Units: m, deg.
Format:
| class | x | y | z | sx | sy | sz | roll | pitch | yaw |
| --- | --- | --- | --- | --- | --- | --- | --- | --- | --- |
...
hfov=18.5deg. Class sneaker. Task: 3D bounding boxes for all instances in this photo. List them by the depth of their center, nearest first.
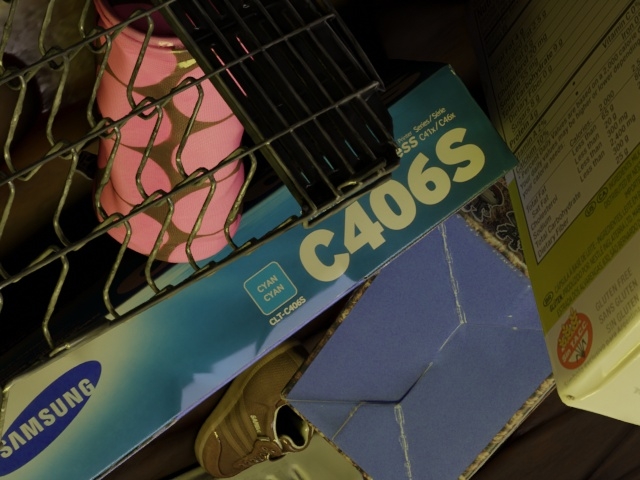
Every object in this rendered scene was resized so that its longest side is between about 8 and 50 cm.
| class | x | y | z | sx | sy | sz | roll | pitch | yaw |
| --- | --- | --- | --- | --- | --- | --- | --- | --- | --- |
| sneaker | -0.046 | 0.152 | 1.563 | 0.066 | 0.071 | 0.188 | -25 | 156 | -33 |

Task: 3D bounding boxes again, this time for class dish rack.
| class | x | y | z | sx | sy | sz | roll | pitch | yaw |
| --- | --- | --- | --- | --- | --- | --- | --- | --- | --- |
| dish rack | -0.108 | -0.049 | 0.809 | 0.271 | 0.208 | 0.074 | -30 | 171 | -33 |

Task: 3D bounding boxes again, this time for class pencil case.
| class | x | y | z | sx | sy | sz | roll | pitch | yaw |
| --- | --- | --- | --- | --- | --- | --- | --- | --- | --- |
| pencil case | -0.075 | -0.077 | 0.981 | 0.095 | 0.098 | 0.209 | 11 | 150 | -2 |

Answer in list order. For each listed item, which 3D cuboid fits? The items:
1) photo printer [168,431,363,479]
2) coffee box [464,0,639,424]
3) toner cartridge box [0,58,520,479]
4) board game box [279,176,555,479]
| class | x | y | z | sx | sy | sz | roll | pitch | yaw |
| --- | --- | --- | --- | --- | --- | --- | --- | --- | --- |
| photo printer | -0.121 | 0.311 | 1.735 | 0.256 | 0.107 | 0.307 | -20 | 153 | -42 |
| coffee box | 0.329 | -0.098 | 1.104 | 0.338 | 0.334 | 0.338 | 16 | 131 | -24 |
| toner cartridge box | -0.060 | 0.024 | 1.148 | 0.348 | 0.075 | 0.165 | -37 | -171 | -5 |
| board game box | 0.144 | 0.030 | 1.426 | 0.291 | 0.141 | 0.232 | -37 | 166 | -51 |
